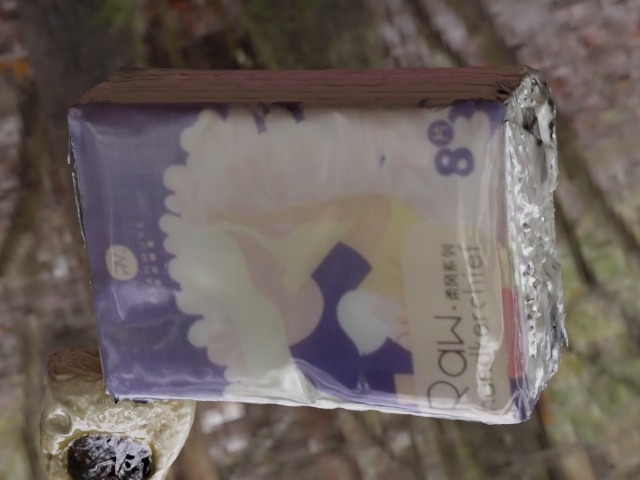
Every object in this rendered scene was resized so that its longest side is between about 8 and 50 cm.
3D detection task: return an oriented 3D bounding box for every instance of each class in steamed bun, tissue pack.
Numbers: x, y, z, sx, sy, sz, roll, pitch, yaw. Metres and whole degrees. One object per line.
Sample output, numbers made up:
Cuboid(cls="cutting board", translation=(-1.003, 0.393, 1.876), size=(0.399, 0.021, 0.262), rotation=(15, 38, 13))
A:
Cuboid(cls="steamed bun", translation=(-0.191, 0.184, 1.819), size=(0.141, 0.155, 0.172), rotation=(6, -174, -7))
Cuboid(cls="tissue pack", translation=(0.000, 0.000, 1.431), size=(0.343, 0.242, 0.125), rotation=(2, -161, 22))
